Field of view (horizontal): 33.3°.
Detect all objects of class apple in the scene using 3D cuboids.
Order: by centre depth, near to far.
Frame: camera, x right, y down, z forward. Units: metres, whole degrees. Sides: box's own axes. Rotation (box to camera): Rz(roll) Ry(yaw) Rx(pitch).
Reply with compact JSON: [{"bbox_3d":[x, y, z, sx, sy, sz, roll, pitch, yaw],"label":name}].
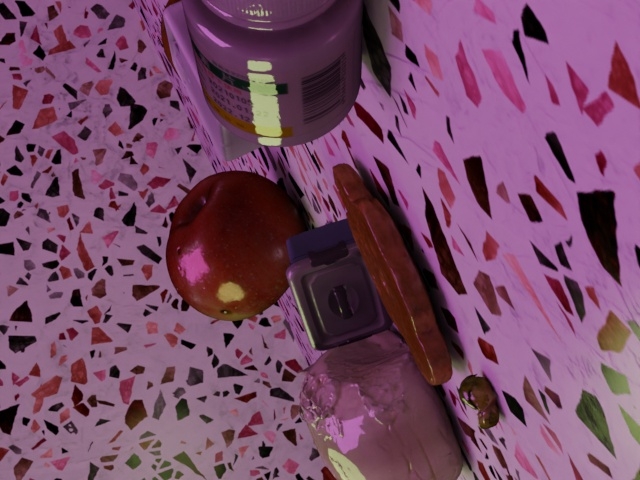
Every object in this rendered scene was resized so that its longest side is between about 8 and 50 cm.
[{"bbox_3d":[-0.193,0.008,2.403,0.277,0.348,0.348,40,-178,-26],"label":"apple"}]

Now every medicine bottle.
[{"bbox_3d":[-0.053,-0.270,1.223,0.208,0.208,0.340,61,171,20],"label":"medicine bottle"}]

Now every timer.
[{"bbox_3d":[-0.097,-0.258,1.555,0.194,0.195,0.192,63,171,12],"label":"timer"}]

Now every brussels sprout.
[{"bbox_3d":[0.232,0.232,1.526,0.083,0.046,0.051,56,170,-16],"label":"brussels sprout"}]

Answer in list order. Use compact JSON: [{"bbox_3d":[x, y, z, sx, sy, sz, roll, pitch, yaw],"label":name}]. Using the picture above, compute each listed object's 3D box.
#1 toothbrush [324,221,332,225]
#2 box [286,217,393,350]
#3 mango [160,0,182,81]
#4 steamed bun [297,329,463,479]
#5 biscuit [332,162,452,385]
[{"bbox_3d":[0.000,0.000,2.242,0.025,0.029,0.307,56,171,5],"label":"toothbrush"},{"bbox_3d":[0.031,0.079,1.898,0.130,0.162,0.227,-110,2,-50],"label":"box"},{"bbox_3d":[-0.163,-0.306,1.899,0.317,0.173,0.211,61,174,-24],"label":"mango"},{"bbox_3d":[0.101,0.345,1.967,0.334,0.233,0.312,-146,32,-75],"label":"steamed bun"},{"bbox_3d":[0.113,0.048,1.652,0.269,0.051,0.376,124,121,-83],"label":"biscuit"}]
